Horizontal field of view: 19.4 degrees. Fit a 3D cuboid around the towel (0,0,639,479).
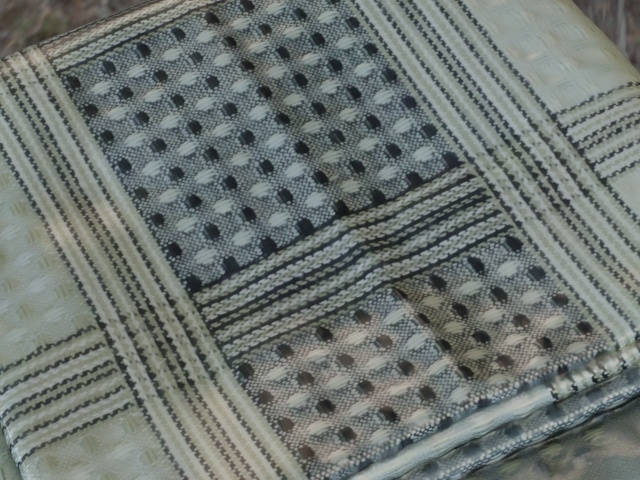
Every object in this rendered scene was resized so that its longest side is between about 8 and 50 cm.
[{"bbox_3d":[0.000,0.000,0.744,0.312,0.324,0.056,-21,143,-13],"label":"towel"}]
